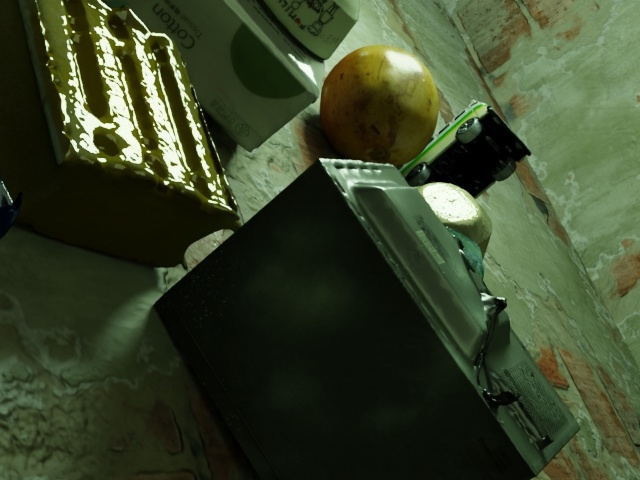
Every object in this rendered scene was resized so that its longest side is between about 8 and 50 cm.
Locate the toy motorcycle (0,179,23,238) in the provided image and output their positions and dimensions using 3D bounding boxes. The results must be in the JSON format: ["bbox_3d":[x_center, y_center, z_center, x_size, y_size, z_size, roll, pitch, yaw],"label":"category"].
[{"bbox_3d":[-0.410,-0.100,0.968,0.196,0.125,0.331,3,60,-63],"label":"toy motorcycle"}]

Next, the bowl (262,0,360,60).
[{"bbox_3d":[-0.016,-0.437,1.632,0.238,0.126,0.237,45,20,-21],"label":"bowl"}]

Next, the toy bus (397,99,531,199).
[{"bbox_3d":[0.278,-0.156,2.078,0.143,0.305,0.179,44,14,-19],"label":"toy bus"}]

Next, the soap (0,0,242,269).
[{"bbox_3d":[-0.274,-0.152,1.230,0.293,0.156,0.335,16,45,-51],"label":"soap"}]

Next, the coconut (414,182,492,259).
[{"bbox_3d":[0.232,0.004,1.922,0.202,0.221,0.202,6,40,-5],"label":"coconut"}]

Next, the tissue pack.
[{"bbox_3d":[-0.170,-0.359,1.626,0.356,0.194,0.266,46,22,-20],"label":"tissue pack"}]

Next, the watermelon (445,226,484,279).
[{"bbox_3d":[0.120,0.094,1.572,0.148,0.318,0.226,43,-14,-18],"label":"watermelon"}]

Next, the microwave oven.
[{"bbox_3d":[0.064,0.152,1.222,0.432,0.374,0.236,56,25,13],"label":"microwave oven"}]

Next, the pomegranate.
[{"bbox_3d":[0.125,-0.278,1.998,0.264,0.264,0.264,42,28,-28],"label":"pomegranate"}]
